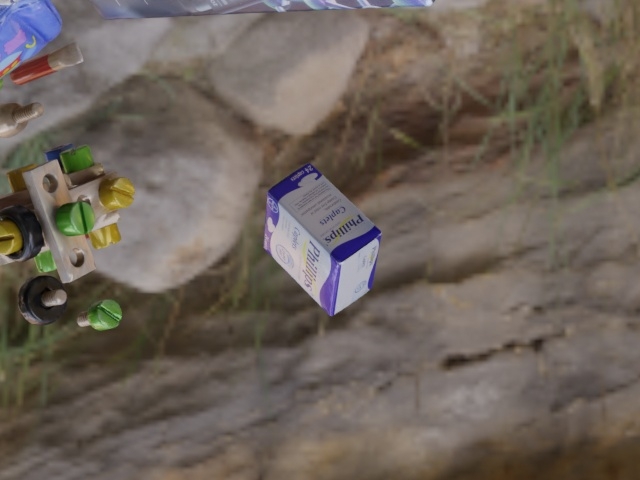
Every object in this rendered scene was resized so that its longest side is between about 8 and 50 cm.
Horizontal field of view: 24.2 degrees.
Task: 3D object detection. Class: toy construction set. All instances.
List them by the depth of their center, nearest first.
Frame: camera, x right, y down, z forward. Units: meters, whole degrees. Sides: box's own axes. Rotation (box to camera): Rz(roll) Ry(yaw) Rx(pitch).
[{"bbox_3d":[-0.290,-0.068,1.627,0.257,0.309,0.237,7,168,-41],"label":"toy construction set"}]

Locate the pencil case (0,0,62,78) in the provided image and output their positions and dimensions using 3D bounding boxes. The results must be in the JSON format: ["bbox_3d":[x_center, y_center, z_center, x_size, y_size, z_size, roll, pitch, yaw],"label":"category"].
[{"bbox_3d":[-0.354,-0.139,1.282,0.119,0.306,0.133,50,160,-19],"label":"pencil case"}]

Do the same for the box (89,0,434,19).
[{"bbox_3d":[-0.082,-0.367,1.282,0.395,0.212,0.293,4,145,38],"label":"box"}]

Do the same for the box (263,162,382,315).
[{"bbox_3d":[0.000,0.000,1.830,0.072,0.137,0.126,-35,155,-24],"label":"box"}]
